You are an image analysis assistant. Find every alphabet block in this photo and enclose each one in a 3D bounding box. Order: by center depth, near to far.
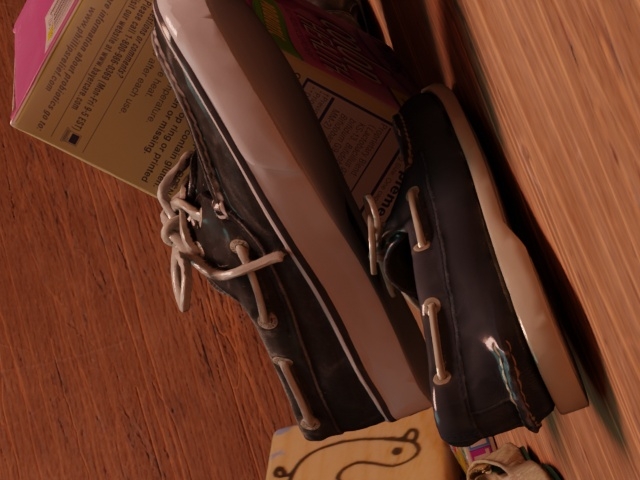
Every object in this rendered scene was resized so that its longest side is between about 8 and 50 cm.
[{"bbox_3d":[0.058,0.286,1.580,0.197,0.192,0.193,-84,-24,-66],"label":"alphabet block"}]

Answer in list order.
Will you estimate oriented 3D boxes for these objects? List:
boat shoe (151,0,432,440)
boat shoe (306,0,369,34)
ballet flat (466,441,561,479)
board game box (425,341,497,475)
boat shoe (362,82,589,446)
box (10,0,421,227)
[{"bbox_3d":[-0.036,-0.009,0.925,0.113,0.105,0.306,-99,-16,-51],"label":"boat shoe"},{"bbox_3d":[0.009,-0.050,1.325,0.119,0.121,0.335,-104,0,-52],"label":"boat shoe"},{"bbox_3d":[0.126,0.170,1.086,0.168,0.052,0.057,-176,68,-88],"label":"ballet flat"},{"bbox_3d":[0.121,0.148,1.436,0.154,0.026,0.103,-120,13,-82],"label":"board game box"},{"bbox_3d":[0.066,0.009,0.866,0.254,0.079,0.095,-108,-8,-47],"label":"boat shoe"},{"bbox_3d":[-0.062,-0.100,1.058,0.243,0.117,0.213,27,-165,-18],"label":"box"}]
